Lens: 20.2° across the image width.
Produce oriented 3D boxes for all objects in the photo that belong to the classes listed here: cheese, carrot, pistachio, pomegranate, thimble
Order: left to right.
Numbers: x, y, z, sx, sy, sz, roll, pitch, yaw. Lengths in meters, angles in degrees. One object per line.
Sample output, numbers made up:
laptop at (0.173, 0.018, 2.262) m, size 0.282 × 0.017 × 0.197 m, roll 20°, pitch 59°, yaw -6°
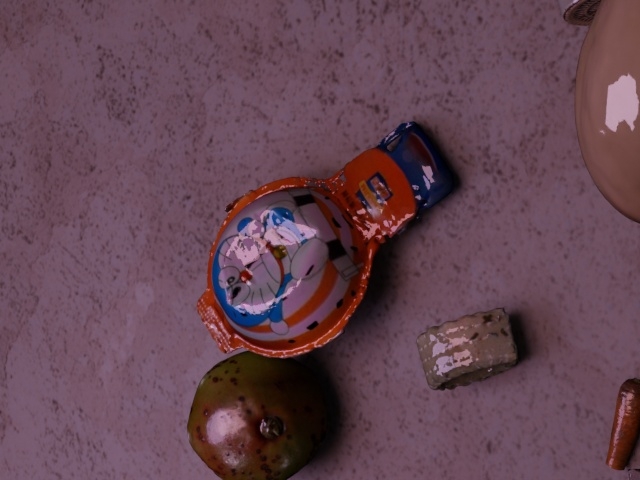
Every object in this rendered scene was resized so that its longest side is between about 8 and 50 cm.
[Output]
pomegranate at (-0.079, 0.196, 2.026) m, size 0.205 × 0.159 × 0.159 m, roll -149°, pitch 69°, yaw -65°
cheese at (0.000, 0.000, 1.973) m, size 0.329 × 0.129 × 0.217 m, roll -37°, pitch 61°, yaw 13°
thimble at (0.156, 0.113, 1.870) m, size 0.110 × 0.084 × 0.062 m, roll -27°, pitch 72°, yaw 38°
carrot at (0.304, 0.182, 1.786) m, size 0.032 × 0.032 × 0.093 m, roll 23°, pitch 106°, yaw 37°
pistachio at (0.334, -0.164, 1.636) m, size 0.226 × 0.207 × 0.332 m, roll -116°, pitch 19°, yaw -57°

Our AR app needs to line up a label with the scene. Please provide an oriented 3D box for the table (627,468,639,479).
table at (0.381, 0.312, 1.629) m, size 0.169 × 0.172 × 0.193 m, roll 4°, pitch 88°, yaw 40°

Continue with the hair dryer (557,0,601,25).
hair dryer at (0.369, -0.352, 1.717) m, size 0.357 × 0.107 × 0.173 m, roll -22°, pitch 76°, yaw 27°
